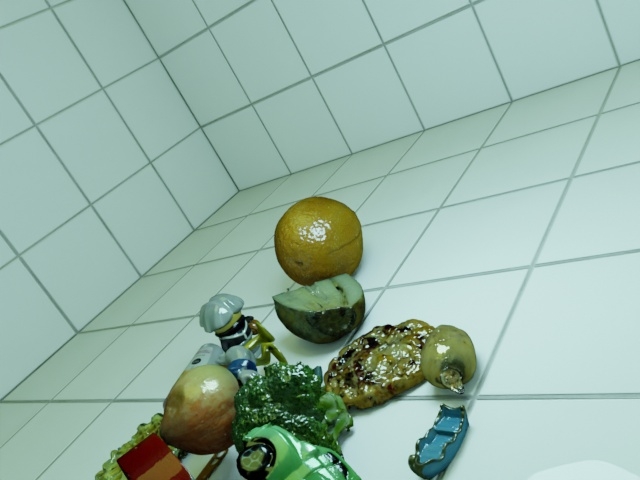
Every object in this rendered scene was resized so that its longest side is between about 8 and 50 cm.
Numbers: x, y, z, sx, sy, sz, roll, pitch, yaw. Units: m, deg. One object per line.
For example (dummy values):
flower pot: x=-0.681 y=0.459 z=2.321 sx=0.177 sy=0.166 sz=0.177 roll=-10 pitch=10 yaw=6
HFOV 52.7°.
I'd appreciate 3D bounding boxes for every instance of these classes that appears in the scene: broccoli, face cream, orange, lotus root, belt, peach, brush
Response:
broccoli: x=-0.066 y=0.417 z=1.476 sx=0.283 sy=0.304 sz=0.321 roll=-6 pitch=0 yaw=-44
face cream: x=-0.379 y=0.419 z=1.968 sx=0.107 sy=0.073 sz=0.269 roll=-17 pitch=21 yaw=22
orange: x=0.000 y=0.000 z=2.288 sx=0.322 sy=0.322 sz=0.357 roll=-20 pitch=16 yaw=27
lotus root: x=0.027 y=0.224 z=1.968 sx=0.266 sy=0.149 sz=0.260 roll=-17 pitch=19 yaw=-19
belt: x=-0.350 y=0.576 z=1.474 sx=0.115 sy=0.227 sz=0.323 roll=-35 pitch=29 yaw=-26
lotus root: x=0.295 y=0.276 z=1.488 sx=0.125 sy=0.118 sz=0.221 roll=-39 pitch=13 yaw=25
peach: x=-0.294 y=0.426 z=1.594 sx=0.232 sy=0.233 sz=0.232 roll=-26 pitch=19 yaw=10
brush: x=-0.328 y=0.637 z=1.629 sx=0.090 sy=0.017 sz=0.314 roll=-10 pitch=27 yaw=39

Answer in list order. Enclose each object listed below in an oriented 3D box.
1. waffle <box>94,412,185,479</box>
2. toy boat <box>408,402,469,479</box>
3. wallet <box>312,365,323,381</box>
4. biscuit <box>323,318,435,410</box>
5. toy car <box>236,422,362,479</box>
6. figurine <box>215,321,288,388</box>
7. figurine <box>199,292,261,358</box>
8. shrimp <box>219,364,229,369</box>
waffle: x=-0.484 y=0.599 z=1.865 sx=0.297 sy=0.073 sz=0.317 roll=-21 pitch=18 yaw=26
toy boat: x=0.234 y=0.403 z=1.306 sx=0.075 sy=0.077 sz=0.185 roll=-7 pitch=29 yaw=46
wallet: x=-0.042 y=0.398 z=1.733 sx=0.129 sy=0.026 sz=0.088 roll=-49 pitch=16 yaw=12
biscuit: x=0.153 y=0.307 z=1.668 sx=0.334 sy=0.081 sz=0.289 roll=-30 pitch=20 yaw=-6
toy car: x=0.003 y=0.474 z=1.167 sx=0.176 sy=0.213 sz=0.358 roll=-36 pitch=43 yaw=-15
figurine: x=-0.229 y=0.425 z=1.819 sx=0.338 sy=0.205 sz=0.283 roll=-37 pitch=35 yaw=-15
figurine: x=-0.287 y=0.280 z=2.122 sx=0.133 sy=0.236 sz=0.176 roll=-13 pitch=26 yaw=42
shrimp: x=-0.352 y=0.453 z=2.059 sx=0.154 sy=0.062 sz=0.294 roll=-28 pitch=17 yaw=-12
